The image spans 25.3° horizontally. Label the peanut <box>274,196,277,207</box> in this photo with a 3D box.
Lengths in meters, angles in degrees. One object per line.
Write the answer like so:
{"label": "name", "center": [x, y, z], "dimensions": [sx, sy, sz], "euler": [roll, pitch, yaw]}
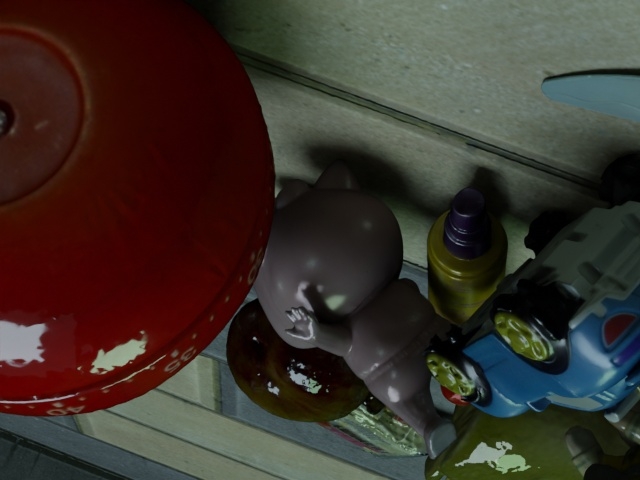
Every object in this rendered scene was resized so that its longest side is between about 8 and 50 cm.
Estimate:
{"label": "peanut", "center": [0.000, 0.000, 1.486], "dimensions": [0.152, 0.076, 0.076], "euler": [29, 158, -22]}

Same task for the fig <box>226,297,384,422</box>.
{"label": "fig", "center": [0.003, 0.168, 1.802], "dimensions": [0.170, 0.145, 0.274], "euler": [-12, 146, 35]}

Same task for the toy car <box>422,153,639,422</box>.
{"label": "toy car", "center": [0.221, 0.069, 1.221], "dimensions": [0.166, 0.198, 0.314], "euler": [46, 156, 1]}

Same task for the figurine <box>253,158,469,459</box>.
{"label": "figurine", "center": [0.037, 0.074, 1.379], "dimensions": [0.287, 0.176, 0.186], "euler": [47, 155, -2]}

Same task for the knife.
{"label": "knife", "center": [0.317, -0.080, 1.040], "dimensions": [0.331, 0.044, 0.080], "euler": [19, 160, 18]}

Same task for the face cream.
{"label": "face cream", "center": [0.142, 0.021, 1.392], "dimensions": [0.078, 0.078, 0.273], "euler": [17, 159, 12]}

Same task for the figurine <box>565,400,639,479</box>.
{"label": "figurine", "center": [0.327, 0.162, 1.301], "dimensions": [0.167, 0.257, 0.192], "euler": [37, 149, -17]}

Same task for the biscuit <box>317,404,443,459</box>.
{"label": "biscuit", "center": [0.050, 0.231, 2.001], "dimensions": [0.309, 0.079, 0.186], "euler": [34, 158, -25]}

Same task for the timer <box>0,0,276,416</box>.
{"label": "timer", "center": [-0.226, -0.048, 1.167], "dimensions": [0.378, 0.378, 0.279], "euler": [17, 162, 13]}

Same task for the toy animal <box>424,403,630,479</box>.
{"label": "toy animal", "center": [0.284, 0.240, 1.605], "dimensions": [0.363, 0.181, 0.180], "euler": [32, 143, -27]}

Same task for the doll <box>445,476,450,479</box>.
{"label": "doll", "center": [0.267, 0.414, 2.220], "dimensions": [0.117, 0.086, 0.291], "euler": [8, 157, 23]}
